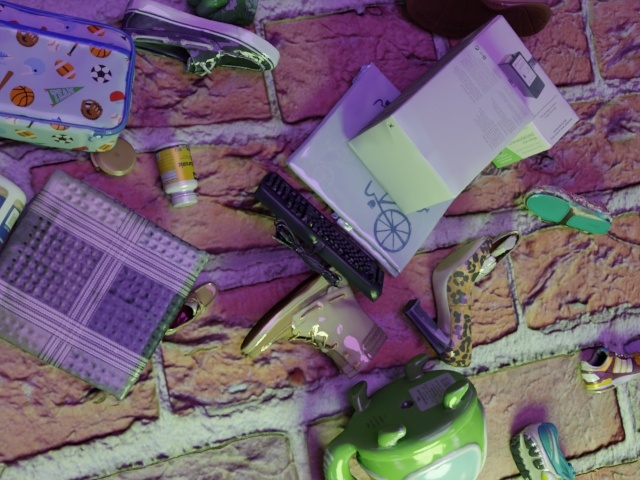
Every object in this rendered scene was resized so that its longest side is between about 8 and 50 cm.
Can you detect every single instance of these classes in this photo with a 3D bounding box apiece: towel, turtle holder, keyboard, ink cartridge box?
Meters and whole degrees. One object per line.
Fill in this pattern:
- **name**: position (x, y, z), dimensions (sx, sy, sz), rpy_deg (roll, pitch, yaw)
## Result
- **towel**: position (-0.408, 0.073, 1.468), dimensions (0.324, 0.056, 0.312), rpy_deg (31, 75, -8)
- **turtle holder**: position (0.170, 0.390, 1.560), dimensions (0.320, 0.243, 0.228), rpy_deg (-36, 113, -31)
- **keyboard**: position (0.000, 0.000, 1.597), dimensions (0.317, 0.033, 0.201), rpy_deg (41, 28, -11)
- **ink cartridge box**: position (0.379, -0.309, 1.766), dimensions (0.115, 0.198, 0.273), rpy_deg (-43, 98, -20)

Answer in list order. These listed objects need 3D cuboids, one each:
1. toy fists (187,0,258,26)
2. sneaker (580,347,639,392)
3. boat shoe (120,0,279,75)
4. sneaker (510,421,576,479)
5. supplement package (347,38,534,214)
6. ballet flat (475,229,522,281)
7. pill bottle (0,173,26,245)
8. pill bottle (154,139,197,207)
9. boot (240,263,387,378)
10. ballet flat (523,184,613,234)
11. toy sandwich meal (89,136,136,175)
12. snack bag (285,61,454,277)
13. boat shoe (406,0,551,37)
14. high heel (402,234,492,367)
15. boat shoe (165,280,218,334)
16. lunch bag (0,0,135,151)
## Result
- **toy fists**: position (-0.189, -0.559, 1.634), dimensions (0.142, 0.096, 0.279), rpy_deg (7, 81, -20)
- **sneaker**: position (0.662, 0.271, 1.862), dimensions (0.185, 0.069, 0.084), rpy_deg (-21, 95, -24)
- **boat shoe**: position (-0.229, -0.361, 1.583), dimensions (0.301, 0.108, 0.102), rpy_deg (16, 76, -16)
- **sneaker**: position (0.499, 0.515, 1.748), dimensions (0.109, 0.107, 0.275), rpy_deg (-17, 89, -32)
- **supplement package**: position (0.237, -0.220, 1.659), dimensions (0.262, 0.198, 0.199), rpy_deg (-43, 99, -23)
- **ballet flat**: position (0.367, 0.029, 1.790), dimensions (0.168, 0.052, 0.057), rpy_deg (-41, 97, -21)
- **pill bottle**: position (-0.607, 0.005, 1.352), dimensions (0.153, 0.153, 0.265), rpy_deg (30, 72, -15)
- **pill bottle**: position (-0.265, -0.123, 1.554), dimensions (0.065, 0.065, 0.116), rpy_deg (-13, 88, -23)
- **boot**: position (-0.007, 0.190, 1.593), dimensions (0.262, 0.095, 0.203), rpy_deg (-39, 97, -32)
- **ballet flat**: position (0.549, -0.078, 1.875), dimensions (0.240, 0.091, 0.077), rpy_deg (20, 45, -22)
- **toy sandwich meal**: position (-0.381, -0.152, 1.534), dimensions (0.085, 0.029, 0.086), rpy_deg (10, 70, -27)
- **snack bag**: position (0.126, -0.150, 1.730), dimensions (0.342, 0.037, 0.323), rpy_deg (42, 69, -12)
- **boat shoe**: position (0.339, -0.532, 1.843), dimensions (0.341, 0.123, 0.123), rpy_deg (-1, 53, -17)
- **high heel**: position (0.309, 0.128, 1.736), dimensions (0.261, 0.093, 0.186), rpy_deg (-44, 103, -16)
- **boat shoe**: position (-0.238, 0.125, 1.539), dimensions (0.135, 0.045, 0.050), rpy_deg (-44, 99, -21)
- **lunch bag**: position (-0.483, -0.293, 1.462), dimensions (0.303, 0.115, 0.243), rpy_deg (10, 71, -20)
